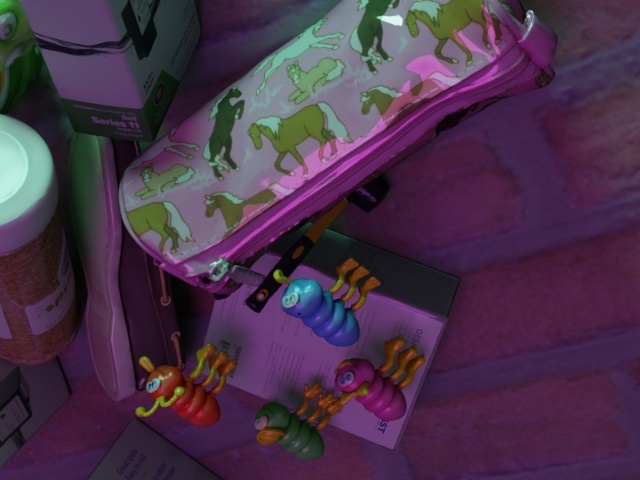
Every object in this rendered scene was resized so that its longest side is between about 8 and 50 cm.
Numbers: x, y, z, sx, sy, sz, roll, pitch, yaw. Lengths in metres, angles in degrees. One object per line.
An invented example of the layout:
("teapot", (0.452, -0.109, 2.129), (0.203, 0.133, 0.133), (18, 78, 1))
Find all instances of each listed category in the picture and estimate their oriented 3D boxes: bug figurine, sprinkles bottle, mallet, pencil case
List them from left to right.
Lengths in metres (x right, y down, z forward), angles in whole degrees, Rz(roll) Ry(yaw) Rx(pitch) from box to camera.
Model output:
("sprinkles bottle", (-0.313, 0.015, 0.979), (0.121, 0.121, 0.355), (27, 153, 4))
("bug figurine", (-0.032, 0.132, 0.926), (0.216, 0.072, 0.279), (36, 127, -28))
("mallet", (0.000, 0.000, 0.948), (0.062, 0.190, 0.039), (34, 162, -4))
("pencil case", (0.010, -0.104, 0.848), (0.386, 0.160, 0.167), (-35, 83, 15))

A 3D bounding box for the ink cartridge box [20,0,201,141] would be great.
("ink cartridge box", (-0.182, -0.213, 0.856), (0.086, 0.153, 0.208), (10, 148, 11))

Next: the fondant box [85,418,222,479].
("fondant box", (-0.157, 0.397, 1.142), (0.330, 0.238, 0.096), (35, 121, -1))

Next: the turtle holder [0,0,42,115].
("turtle holder", (-0.389, -0.162, 0.925), (0.320, 0.227, 0.243), (7, 135, 9))

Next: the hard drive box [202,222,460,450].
("hard drive box", (0.006, 0.092, 1.027), (0.232, 0.089, 0.181), (22, 120, 7))

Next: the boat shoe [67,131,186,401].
("boat shoe", (-0.204, 0.018, 1.055), (0.116, 0.096, 0.324), (29, 127, 51))

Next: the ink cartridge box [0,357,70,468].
("ink cartridge box", (-0.455, 0.214, 1.130), (0.198, 0.273, 0.115), (-8, 110, 21))
